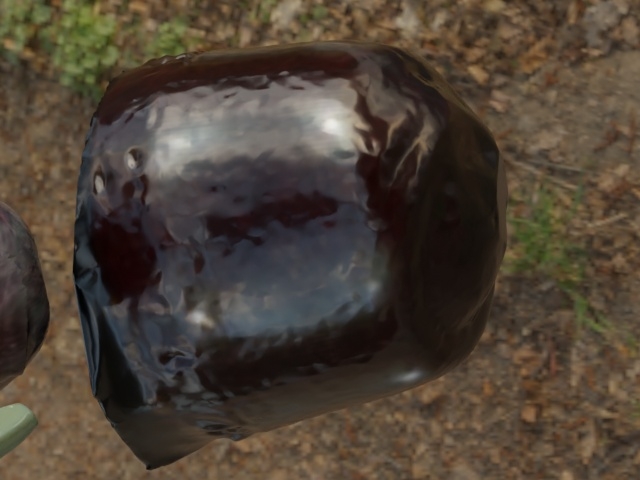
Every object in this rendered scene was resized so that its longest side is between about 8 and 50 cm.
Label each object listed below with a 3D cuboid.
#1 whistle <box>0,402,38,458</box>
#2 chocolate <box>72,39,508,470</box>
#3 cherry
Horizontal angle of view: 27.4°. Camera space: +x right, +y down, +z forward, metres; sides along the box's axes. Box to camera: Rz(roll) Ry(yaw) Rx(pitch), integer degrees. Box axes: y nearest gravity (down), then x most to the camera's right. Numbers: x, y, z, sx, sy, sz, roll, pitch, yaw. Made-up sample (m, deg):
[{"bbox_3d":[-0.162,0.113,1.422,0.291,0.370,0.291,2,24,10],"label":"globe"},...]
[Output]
[{"bbox_3d":[-0.361,0.218,1.186,0.110,0.244,0.092,24,127,32],"label":"whistle"},{"bbox_3d":[0.000,0.000,1.167,0.331,0.383,0.383,-3,81,12],"label":"chocolate"},{"bbox_3d":[-0.290,0.040,0.944,0.195,0.195,0.195,-8,79,48],"label":"cherry"}]
